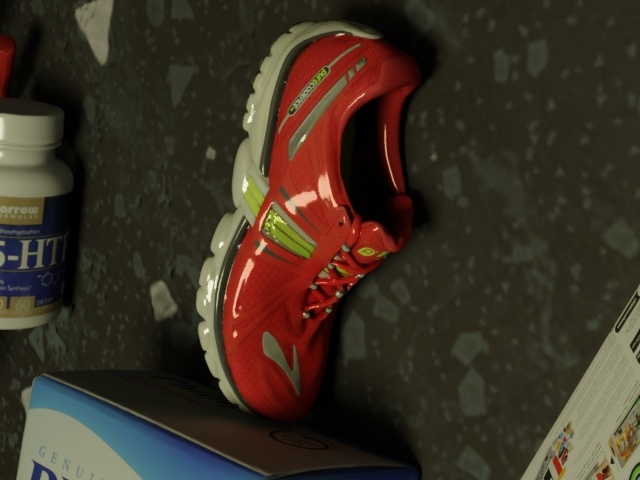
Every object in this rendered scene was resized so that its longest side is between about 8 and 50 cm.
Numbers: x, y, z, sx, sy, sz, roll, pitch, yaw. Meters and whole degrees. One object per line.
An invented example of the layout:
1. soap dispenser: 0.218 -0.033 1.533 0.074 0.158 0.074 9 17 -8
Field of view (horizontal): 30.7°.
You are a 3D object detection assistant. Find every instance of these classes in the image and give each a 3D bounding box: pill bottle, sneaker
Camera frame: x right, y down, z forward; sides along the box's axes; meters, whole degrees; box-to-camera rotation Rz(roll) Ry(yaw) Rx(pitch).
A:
1. pill bottle: -0.275 -0.026 1.020 0.112 0.112 0.186 22 111 42
2. sneaker: 0.000 0.000 0.752 0.118 0.107 0.279 21 111 35

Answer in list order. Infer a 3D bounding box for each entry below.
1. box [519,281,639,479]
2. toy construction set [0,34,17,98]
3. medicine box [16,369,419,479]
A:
1. box: 0.151 0.135 0.614 0.114 0.036 0.207 -96 27 -59
2. toy construction set: -0.424 -0.196 1.122 0.309 0.257 0.237 43 143 11
3. medicine box: -0.095 0.260 0.818 0.263 0.149 0.289 13 95 44
